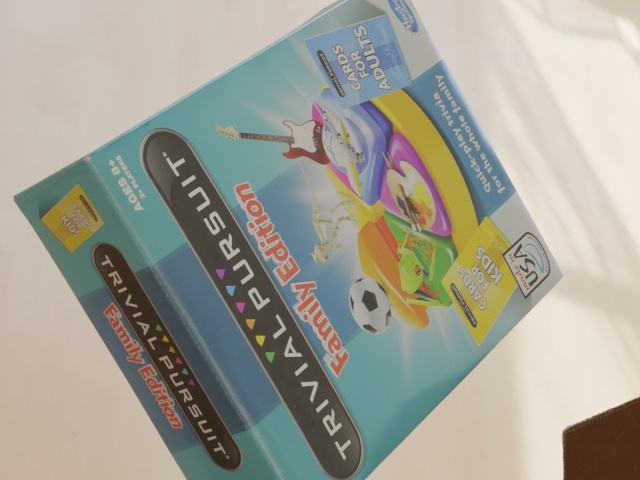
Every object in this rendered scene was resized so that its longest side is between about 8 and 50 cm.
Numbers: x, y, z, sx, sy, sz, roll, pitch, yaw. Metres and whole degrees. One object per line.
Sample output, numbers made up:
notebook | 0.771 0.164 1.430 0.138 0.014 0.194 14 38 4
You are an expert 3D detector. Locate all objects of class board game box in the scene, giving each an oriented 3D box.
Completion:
board game box | 0.000 0.000 1.031 0.336 0.079 0.254 -39 101 -46

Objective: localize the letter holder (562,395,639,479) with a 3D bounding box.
letter holder | 0.317 0.214 1.143 0.152 0.302 0.214 14 65 -21
